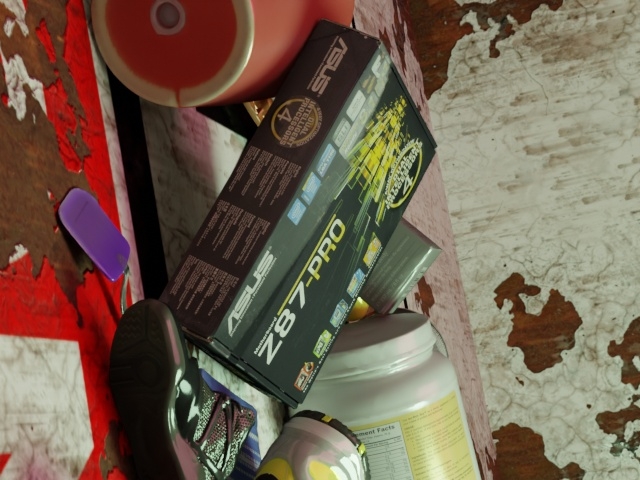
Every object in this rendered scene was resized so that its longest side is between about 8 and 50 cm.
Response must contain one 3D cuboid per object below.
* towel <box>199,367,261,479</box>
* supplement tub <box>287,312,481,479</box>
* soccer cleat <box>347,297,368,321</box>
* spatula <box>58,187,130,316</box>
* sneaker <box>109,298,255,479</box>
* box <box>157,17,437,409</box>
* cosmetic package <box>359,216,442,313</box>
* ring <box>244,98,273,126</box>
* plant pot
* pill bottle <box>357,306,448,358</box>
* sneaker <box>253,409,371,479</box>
[{"bbox_3d":[-0.106,0.324,1.601,0.243,0.040,0.336,51,31,-66],"label":"towel"},{"bbox_3d":[0.090,0.287,1.962,0.241,0.241,0.331,-38,114,-75],"label":"supplement tub"},{"bbox_3d":[-0.001,0.000,2.193,0.121,0.093,0.289,-41,117,-60],"label":"soccer cleat"},{"bbox_3d":[-0.193,0.080,1.456,0.084,0.030,0.296,-77,151,-61],"label":"spatula"},{"bbox_3d":[-0.138,0.156,1.436,0.130,0.087,0.227,-32,113,-55],"label":"sneaker"},{"bbox_3d":[-0.016,-0.021,1.697,0.395,0.097,0.318,-61,154,-10],"label":"box"},{"bbox_3d":[0.044,-0.014,2.046,0.238,0.127,0.107,38,7,11],"label":"cosmetic package"},{"bbox_3d":[-0.086,-0.286,2.100,0.336,0.032,0.336,56,22,-36],"label":"ring"},{"bbox_3d":[-0.123,-0.273,1.624,0.243,0.275,0.275,-42,119,-63],"label":"plant pot"},{"bbox_3d":[0.108,0.201,2.240,0.318,0.176,0.176,-30,107,-76],"label":"pill bottle"},{"bbox_3d":[-0.016,0.384,1.655,0.147,0.145,0.385,-39,127,-42],"label":"sneaker"}]
